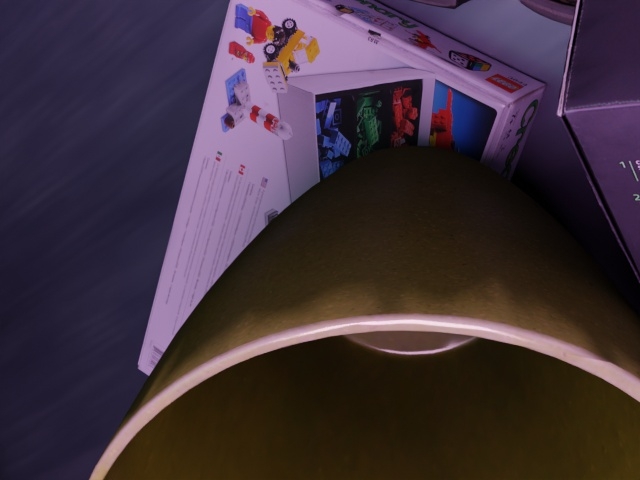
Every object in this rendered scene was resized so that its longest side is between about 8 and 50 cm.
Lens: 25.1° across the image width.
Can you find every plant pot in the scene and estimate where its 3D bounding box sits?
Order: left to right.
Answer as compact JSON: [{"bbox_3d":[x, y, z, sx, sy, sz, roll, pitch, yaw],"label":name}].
[{"bbox_3d":[0.047,0.076,0.698,0.275,0.293,0.274,2,119,4],"label":"plant pot"}]

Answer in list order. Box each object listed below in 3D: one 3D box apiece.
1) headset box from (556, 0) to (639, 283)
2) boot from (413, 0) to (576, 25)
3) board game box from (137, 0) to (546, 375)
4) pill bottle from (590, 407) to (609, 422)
[{"bbox_3d":[0.250,-0.035,0.566,0.246,0.131,0.283,-4,145,29],"label":"headset box"},{"bbox_3d":[0.118,-0.230,0.715,0.263,0.091,0.229,11,115,33],"label":"boot"},{"bbox_3d":[0.000,0.000,0.905,0.193,0.053,0.305,30,121,21],"label":"board game box"},{"bbox_3d":[0.222,0.155,0.773,0.112,0.112,0.186,-16,97,37],"label":"pill bottle"}]
